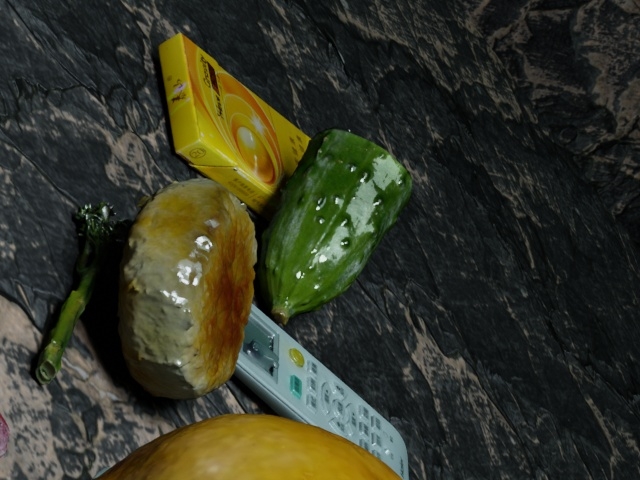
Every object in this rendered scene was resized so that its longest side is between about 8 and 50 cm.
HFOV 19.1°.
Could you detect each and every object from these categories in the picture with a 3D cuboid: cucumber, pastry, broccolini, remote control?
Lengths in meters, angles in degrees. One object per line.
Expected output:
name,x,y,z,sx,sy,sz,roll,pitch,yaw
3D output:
cucumber,-0.001,0.002,2.031,0.134,0.134,0.244,51,46,-24
pastry,-0.121,0.042,1.682,0.182,0.093,0.192,78,23,-55
broccolini,-0.210,0.051,1.649,0.254,0.071,0.058,-69,169,-56
remote control,-0.006,0.171,1.925,0.293,0.051,0.103,45,25,-27

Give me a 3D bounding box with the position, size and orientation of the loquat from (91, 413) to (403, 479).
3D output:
loquat,-0.049,0.282,1.322,0.328,0.328,0.328,48,24,-30

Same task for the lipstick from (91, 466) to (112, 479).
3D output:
lipstick,-0.144,0.231,1.550,0.116,0.037,0.037,52,21,-35

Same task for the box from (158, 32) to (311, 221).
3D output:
box,-0.081,-0.104,2.114,0.269,0.043,0.152,36,33,-48

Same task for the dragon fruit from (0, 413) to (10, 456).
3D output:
dragon fruit,-0.283,0.119,1.288,0.147,0.102,0.096,57,23,-23
